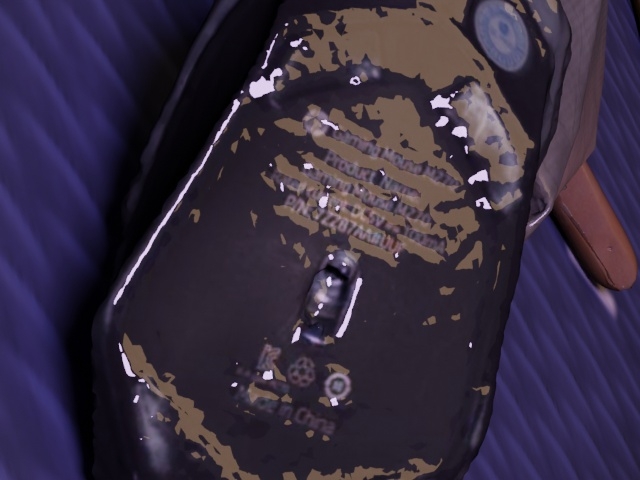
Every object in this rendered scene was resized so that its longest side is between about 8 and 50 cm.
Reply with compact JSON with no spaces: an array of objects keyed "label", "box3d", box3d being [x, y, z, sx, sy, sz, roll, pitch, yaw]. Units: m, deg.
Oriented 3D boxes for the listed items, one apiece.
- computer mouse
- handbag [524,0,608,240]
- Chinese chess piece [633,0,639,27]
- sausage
[{"label":"computer mouse","box3d":[0.000,0.000,0.409,0.106,0.062,0.192,26,79,-20]},{"label":"handbag","box3d":[0.027,-0.108,0.497,0.182,0.117,0.270,-51,131,-59]},{"label":"Chinese chess piece","box3d":[0.281,-0.110,0.956,0.251,0.097,0.251,37,41,-42]},{"label":"sausage","box3d":[0.106,-0.026,0.685,0.116,0.026,0.026,57,32,-22]}]
